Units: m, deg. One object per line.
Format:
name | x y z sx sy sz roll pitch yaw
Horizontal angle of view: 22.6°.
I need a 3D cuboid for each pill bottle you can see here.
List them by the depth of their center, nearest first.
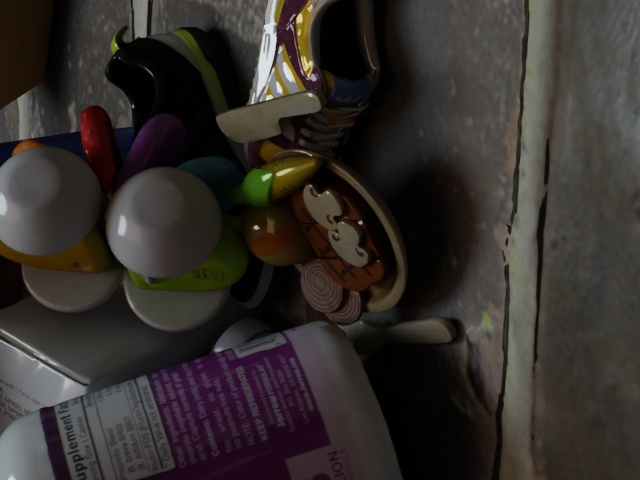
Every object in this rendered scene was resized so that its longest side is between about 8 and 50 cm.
pill bottle | -0.107 0.172 1.030 0.169 0.301 0.169 162 90 -82

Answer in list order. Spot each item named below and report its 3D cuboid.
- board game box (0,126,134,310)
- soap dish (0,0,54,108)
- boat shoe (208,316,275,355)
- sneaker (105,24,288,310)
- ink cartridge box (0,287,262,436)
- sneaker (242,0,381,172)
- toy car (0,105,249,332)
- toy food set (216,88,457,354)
board game box | -0.266 0.045 1.244 0.078 0.347 0.233 -2 97 35
soap dish | -0.343 -0.280 1.491 0.291 0.118 0.229 47 136 41
boat shoe | -0.051 0.166 1.199 0.076 0.080 0.228 29 121 31
sneaker | -0.102 -0.051 1.189 0.084 0.097 0.235 -45 61 54
ink cartridge box | -0.157 0.166 1.229 0.114 0.197 0.273 24 121 30
sneaker | -0.003 -0.090 1.047 0.084 0.069 0.185 38 131 54
toy car | -0.132 -0.025 1.095 0.159 0.182 0.136 85 -164 -66
toy food set | 0.000 0.000 1.023 0.132 0.038 0.192 -11 114 55
